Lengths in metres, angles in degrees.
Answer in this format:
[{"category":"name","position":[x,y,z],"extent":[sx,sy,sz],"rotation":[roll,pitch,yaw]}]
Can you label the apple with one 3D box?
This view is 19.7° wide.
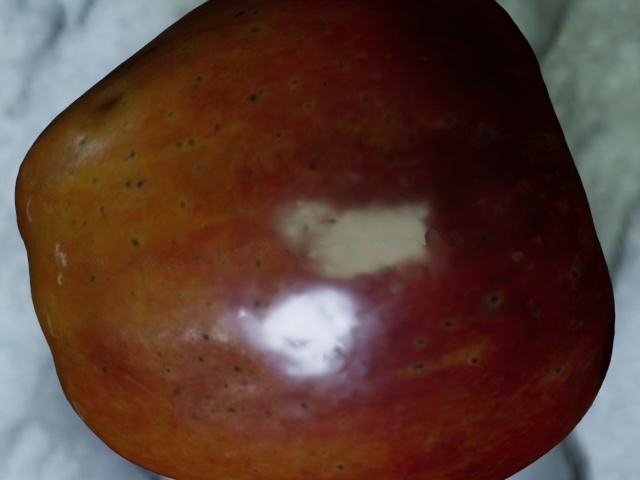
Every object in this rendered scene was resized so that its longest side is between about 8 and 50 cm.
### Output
[{"category":"apple","position":[-0.003,0.002,0.531],"extent":[0.158,0.147,0.156],"rotation":[-14,101,0]}]
